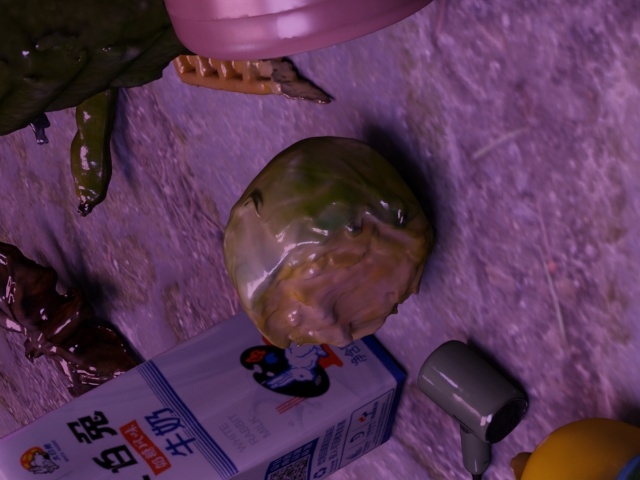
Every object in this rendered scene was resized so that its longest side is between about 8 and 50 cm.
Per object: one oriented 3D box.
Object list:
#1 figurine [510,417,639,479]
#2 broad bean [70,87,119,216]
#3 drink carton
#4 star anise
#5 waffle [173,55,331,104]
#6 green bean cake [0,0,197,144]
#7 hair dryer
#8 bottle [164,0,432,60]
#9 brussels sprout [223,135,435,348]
[{"bbox_3d":[0.211,0.191,0.963,0.185,0.127,0.234,56,144,-6],"label":"figurine"},{"bbox_3d":[-0.212,-0.132,1.477,0.052,0.053,0.256,20,132,14],"label":"broad bean"},{"bbox_3d":[-0.096,0.157,1.247,0.130,0.315,0.106,48,149,28],"label":"drink carton"},{"bbox_3d":[-0.298,0.098,1.820,0.288,0.088,0.288,39,156,21],"label":"star anise"},{"bbox_3d":[-0.066,-0.167,1.216,0.191,0.032,0.125,14,124,55],"label":"waffle"},{"bbox_3d":[-0.204,-0.240,1.074,0.218,0.319,0.335,-12,101,66],"label":"green bean cake"},{"bbox_3d":[0.111,0.143,1.172,0.071,0.047,0.150,41,153,34],"label":"hair dryer"},{"bbox_3d":[-0.039,-0.271,0.918,0.206,0.173,0.296,-92,-14,-67],"label":"bottle"},{"bbox_3d":[-0.001,-0.005,1.123,0.122,0.149,0.151,63,143,40],"label":"brussels sprout"}]
